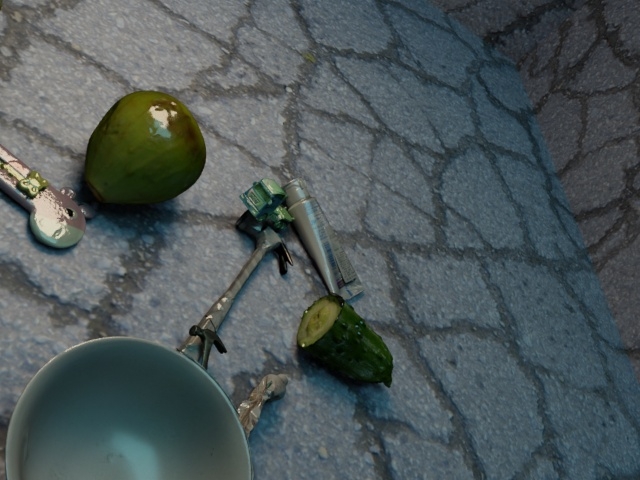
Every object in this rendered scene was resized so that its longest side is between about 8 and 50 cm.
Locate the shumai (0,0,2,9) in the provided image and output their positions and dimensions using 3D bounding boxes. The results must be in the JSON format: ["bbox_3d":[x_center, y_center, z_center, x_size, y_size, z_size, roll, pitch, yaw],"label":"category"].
[{"bbox_3d":[-0.651,-0.567,1.193,0.304,0.263,0.309,26,34,-37],"label":"shumai"}]

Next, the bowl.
[{"bbox_3d":[-0.276,0.317,0.936,0.346,0.157,0.345,27,42,-28],"label":"bowl"}]

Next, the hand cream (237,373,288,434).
[{"bbox_3d":[-0.116,0.304,1.180,0.050,0.084,0.257,53,33,-8],"label":"hand cream"}]

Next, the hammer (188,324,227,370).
[{"bbox_3d":[-0.198,0.246,1.155,0.078,0.021,0.200,31,52,-42],"label":"hammer"}]

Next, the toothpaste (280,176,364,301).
[{"bbox_3d":[0.000,0.000,1.571,0.114,0.073,0.299,-25,86,-52],"label":"toothpaste"}]

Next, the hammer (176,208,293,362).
[{"bbox_3d":[-0.179,0.097,1.323,0.152,0.044,0.427,44,38,-8],"label":"hammer"}]

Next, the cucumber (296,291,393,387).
[{"bbox_3d":[0.070,0.224,1.408,0.244,0.134,0.134,44,36,-24],"label":"cucumber"}]

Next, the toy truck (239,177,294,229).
[{"bbox_3d":[-0.097,-0.076,1.473,0.067,0.081,0.175,52,10,22],"label":"toy truck"}]

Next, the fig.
[{"bbox_3d":[-0.323,-0.169,1.266,0.207,0.207,0.230,54,36,5],"label":"fig"}]

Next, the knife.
[{"bbox_3d":[-0.550,-0.140,1.147,0.399,0.038,0.132,41,35,-11],"label":"knife"}]
